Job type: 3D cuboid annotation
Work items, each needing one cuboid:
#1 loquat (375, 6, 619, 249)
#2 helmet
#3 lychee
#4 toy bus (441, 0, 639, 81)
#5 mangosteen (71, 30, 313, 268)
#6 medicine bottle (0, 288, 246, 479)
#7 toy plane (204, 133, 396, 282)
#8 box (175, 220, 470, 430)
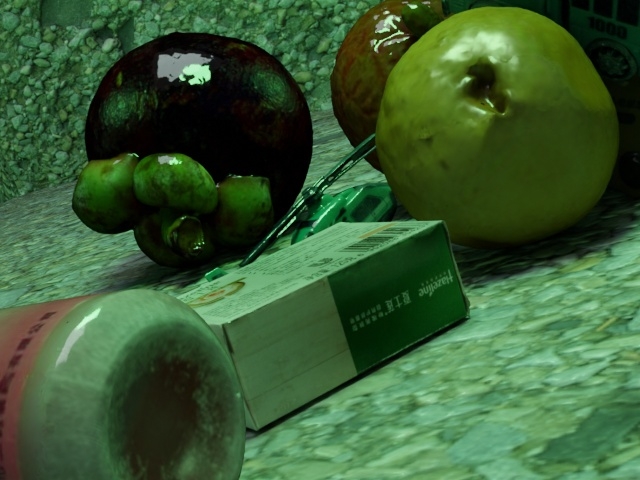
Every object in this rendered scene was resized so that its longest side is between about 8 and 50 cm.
[{"bbox_3d":[0.149,-0.092,0.863,0.208,0.208,0.208,-17,12,3],"label":"loquat"},{"bbox_3d":[0.333,-0.128,0.953,0.198,0.130,0.224,-27,16,-26],"label":"helmet"},{"bbox_3d":[0.138,-0.170,1.144,0.255,0.255,0.300,-18,-14,-1],"label":"lychee"},{"bbox_3d":[0.238,-0.239,0.879,0.256,0.147,0.128,26,65,28],"label":"toy bus"},{"bbox_3d":[-0.151,-0.114,1.265,0.311,0.311,0.311,-17,12,3],"label":"mangosteen"},{"bbox_3d":[-0.170,0.107,0.550,0.247,0.147,0.147,-10,14,32],"label":"medicine bottle"},{"bbox_3d":[0.000,0.000,0.933,0.235,0.096,0.060,-44,21,-27],"label":"toy plane"},{"bbox_3d":[-0.012,0.052,0.730,0.199,0.081,0.135,-22,12,-30],"label":"box"}]
